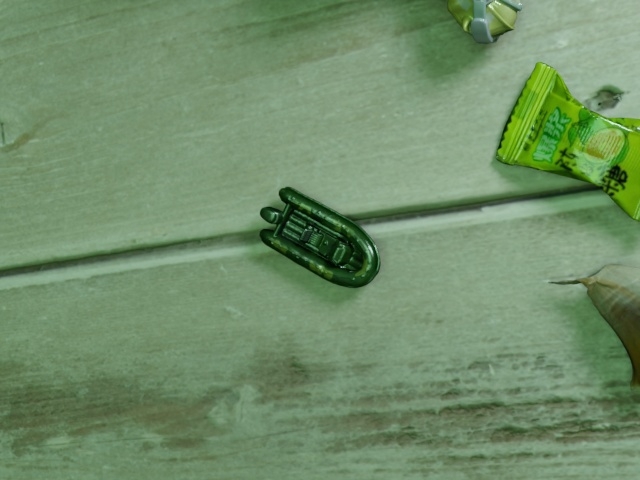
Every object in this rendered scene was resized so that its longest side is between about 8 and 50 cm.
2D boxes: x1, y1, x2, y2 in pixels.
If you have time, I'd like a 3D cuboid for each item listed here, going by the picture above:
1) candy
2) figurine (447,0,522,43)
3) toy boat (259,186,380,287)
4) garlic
[{"bbox_3d":[0.370,-0.131,1.104,0.246,0.069,0.149,27,106,17],"label":"candy"},{"bbox_3d":[0.207,-0.365,1.117,0.208,0.128,0.184,9,101,27],"label":"figurine"},{"bbox_3d":[0.000,0.000,1.259,0.210,0.052,0.104,31,102,16],"label":"toy boat"},{"bbox_3d":[0.419,0.101,1.100,0.198,0.090,0.128,50,121,5],"label":"garlic"}]
